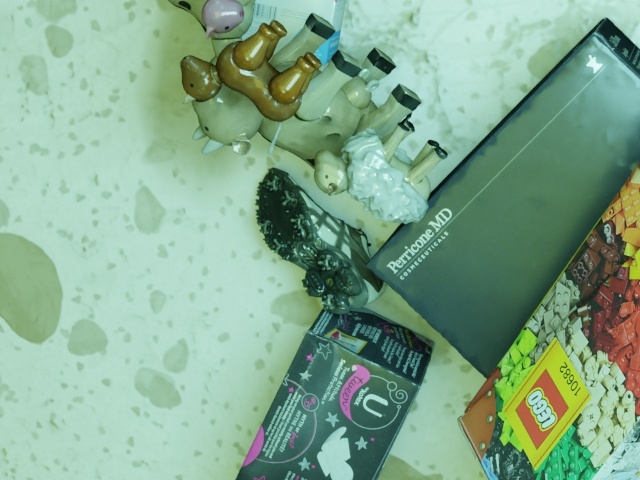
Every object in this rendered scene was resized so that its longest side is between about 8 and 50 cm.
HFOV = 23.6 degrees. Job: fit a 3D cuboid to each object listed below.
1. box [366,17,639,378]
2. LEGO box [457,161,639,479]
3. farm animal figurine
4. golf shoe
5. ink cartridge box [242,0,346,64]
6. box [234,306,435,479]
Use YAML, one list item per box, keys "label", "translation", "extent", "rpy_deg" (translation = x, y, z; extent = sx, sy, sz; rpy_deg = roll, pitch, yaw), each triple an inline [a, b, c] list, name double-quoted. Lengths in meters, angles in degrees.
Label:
- label: "box"
  translation: [0.284, -0.001, 1.606]
  extent: [0.312, 0.179, 0.343]
  rpy_deg: [44, 108, 0]
- label: "LEGO box"
  translation: [0.444, 0.137, 1.429]
  extent: [0.500, 0.193, 0.372]
  rpy_deg: [14, 121, -29]
- label: "farm animal figurine"
  translation: [-0.052, -0.162, 1.577]
  extent: [0.327, 0.330, 0.172]
  rpy_deg: [32, 112, -28]
- label: "golf shoe"
  translation: [0.000, 0.000, 1.741]
  extent: [0.077, 0.094, 0.198]
  rpy_deg: [-49, 63, 34]
- label: "ink cartridge box"
  translation: [-0.022, -0.293, 1.679]
  extent: [0.104, 0.061, 0.181]
  rpy_deg: [13, 106, 10]
- label: "box"
  translation: [0.013, 0.211, 1.731]
  extent: [0.142, 0.163, 0.247]
  rpy_deg: [27, 108, 3]
